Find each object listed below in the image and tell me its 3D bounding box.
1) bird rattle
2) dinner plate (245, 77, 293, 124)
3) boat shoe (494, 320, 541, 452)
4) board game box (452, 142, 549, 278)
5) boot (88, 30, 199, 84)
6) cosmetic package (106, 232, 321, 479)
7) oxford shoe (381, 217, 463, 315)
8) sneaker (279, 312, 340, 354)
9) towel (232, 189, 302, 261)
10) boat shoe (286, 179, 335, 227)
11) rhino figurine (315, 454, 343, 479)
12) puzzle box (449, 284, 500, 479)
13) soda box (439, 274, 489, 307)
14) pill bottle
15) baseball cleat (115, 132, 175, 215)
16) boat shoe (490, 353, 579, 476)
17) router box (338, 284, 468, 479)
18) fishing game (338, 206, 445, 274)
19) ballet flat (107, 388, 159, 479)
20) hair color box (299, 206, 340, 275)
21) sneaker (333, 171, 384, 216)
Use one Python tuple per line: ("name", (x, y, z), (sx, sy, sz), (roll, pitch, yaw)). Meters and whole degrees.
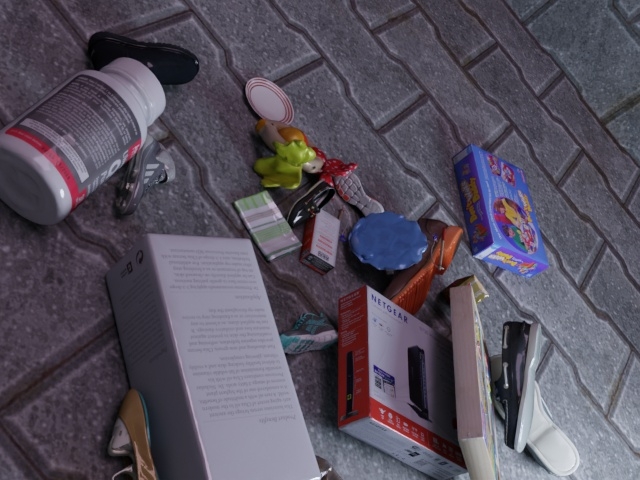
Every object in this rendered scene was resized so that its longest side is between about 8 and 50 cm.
("bird rattle", (-0.042, -0.207, 1.956), (0.253, 0.143, 0.207), (-5, 49, -49))
("dinner plate", (-0.125, -0.330, 2.047), (0.141, 0.017, 0.141), (25, 47, -30))
("boat shoe", (0.449, 0.334, 1.973), (0.114, 0.091, 0.303), (51, 48, -56))
("board game box", (0.511, -0.085, 2.429), (0.233, 0.078, 0.347), (20, 49, -33))
("boot", (-0.356, -0.312, 1.745), (0.246, 0.094, 0.207), (9, 52, -32))
("cosmetic package", (-0.189, 0.224, 1.453), (0.230, 0.161, 0.453), (4, 59, -43))
("oxford shoe", (0.205, 0.070, 2.016), (0.132, 0.130, 0.363), (25, 43, 19))
("sneaker", (-0.032, 0.183, 1.725), (0.166, 0.065, 0.076), (3, 51, -52))
("towel", (-0.112, -0.034, 1.831), (0.113, 0.023, 0.152), (-23, 78, -51))
("boat shoe", (-0.022, -0.077, 1.887), (0.133, 0.042, 0.049), (-46, 139, -13))
("rhino figurine", (0.037, 0.488, 1.546), (0.243, 0.073, 0.106), (45, 43, -10))
("puzzle box", (0.333, 0.330, 1.824), (0.409, 0.052, 0.272), (-84, 159, -47))
("soda box", (0.341, 0.127, 2.035), (0.058, 0.181, 0.061), (-35, 87, -7))
("pill bottle", (-0.416, -0.186, 1.487), (0.176, 0.176, 0.318), (45, 52, -9))
("baseball cleat", (-0.331, -0.121, 1.648), (0.109, 0.072, 0.206), (31, 47, -33))
("boat shoe", (0.495, 0.422, 2.044), (0.116, 0.099, 0.319), (-32, 72, -6))
("router box", (0.173, 0.298, 1.769), (0.335, 0.082, 0.301), (34, 42, -36))
("fishing game", (0.156, 0.007, 1.969), (0.264, 0.041, 0.189), (9, 46, 4))
("ballet flat", (-0.295, 0.344, 1.332), (0.073, 0.080, 0.232), (-5, 63, -29))
("hair color box", (0.000, 0.000, 1.898), (0.072, 0.043, 0.141), (32, 42, -23))
("sneaker", (0.091, -0.112, 2.076), (0.158, 0.061, 0.065), (50, 12, -5))
